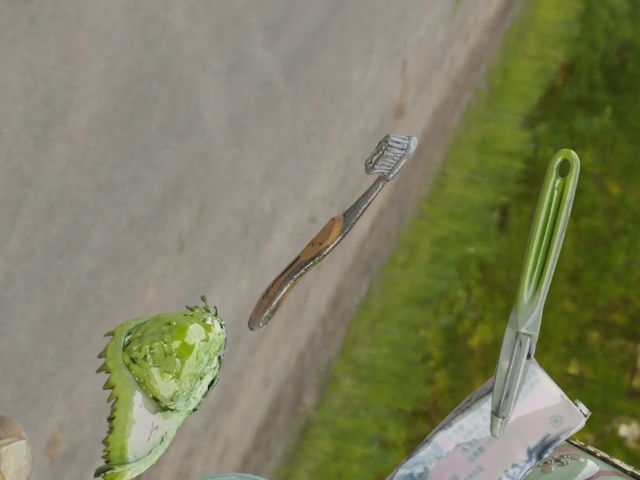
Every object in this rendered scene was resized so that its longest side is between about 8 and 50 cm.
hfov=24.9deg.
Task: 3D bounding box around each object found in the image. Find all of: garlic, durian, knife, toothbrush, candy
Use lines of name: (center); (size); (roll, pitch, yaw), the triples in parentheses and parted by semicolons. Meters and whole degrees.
garlic: (-0.403, 0.221, 1.441); (0.128, 0.267, 0.148); (-88, 167, -47)
durian: (-0.183, 0.145, 1.692); (0.375, 0.132, 0.106); (-63, 139, -54)
knife: (0.130, 0.033, 0.888); (0.026, 0.022, 0.184); (-78, -179, -79)
toothbrush: (0.003, 0.001, 1.303); (0.321, 0.031, 0.023); (127, -33, -48)
candy: (0.112, 0.158, 1.050); (0.160, 0.073, 0.092); (-42, 173, -8)

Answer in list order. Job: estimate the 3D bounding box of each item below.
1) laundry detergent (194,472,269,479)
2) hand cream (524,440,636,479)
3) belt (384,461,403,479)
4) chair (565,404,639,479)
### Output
laundry detergent: (0.020, 0.318, 0.820); (0.287, 0.305, 0.287); (-36, -143, 33)
hand cream: (0.260, 0.258, 1.309); (0.147, 0.306, 0.093); (-18, 112, -29)
belt: (0.139, 0.343, 1.906); (0.151, 0.079, 0.121); (-42, 144, 14)
chair: (0.254, 0.353, 1.624); (0.416, 0.203, 0.240); (-6, 120, -64)
